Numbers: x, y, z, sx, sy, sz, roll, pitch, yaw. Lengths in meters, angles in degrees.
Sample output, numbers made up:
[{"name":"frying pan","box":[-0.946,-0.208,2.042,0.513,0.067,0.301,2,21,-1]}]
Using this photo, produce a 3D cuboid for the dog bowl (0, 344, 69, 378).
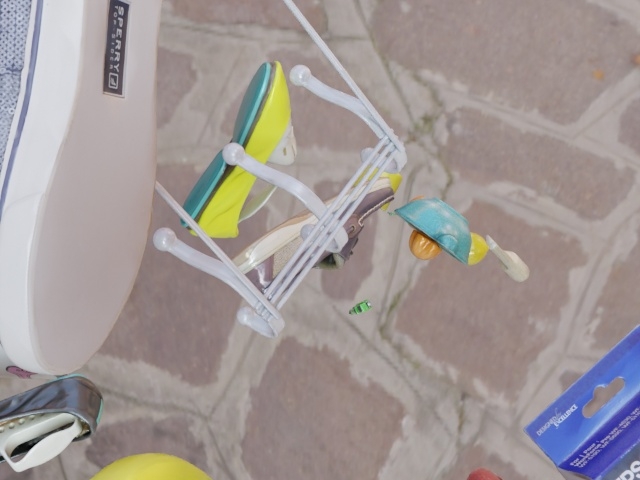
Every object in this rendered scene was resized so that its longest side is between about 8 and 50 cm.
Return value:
[{"name":"dog bowl","box":[-0.469,0.013,1.520,0.150,0.408,0.408,-11,64,-10]}]

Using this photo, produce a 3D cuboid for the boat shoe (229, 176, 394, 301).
[{"name":"boat shoe","box":[0.000,0.000,1.432,0.285,0.103,0.092,-30,93,-37]}]

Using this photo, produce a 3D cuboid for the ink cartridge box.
[{"name":"ink cartridge box","box":[0.350,0.235,0.919,0.165,0.065,0.333,-39,77,-16]}]

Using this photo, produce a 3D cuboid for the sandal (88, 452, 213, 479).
[{"name":"sandal","box":[-0.051,0.197,0.410,0.138,0.317,0.126,-20,39,11]}]

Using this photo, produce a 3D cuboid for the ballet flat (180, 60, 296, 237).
[{"name":"ballet flat","box":[-0.070,-0.086,1.105,0.077,0.231,0.077,19,37,-20]}]

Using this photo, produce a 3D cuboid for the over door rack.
[{"name":"over door rack","box":[-0.071,-0.103,0.942,0.108,0.324,0.239,13,58,43]}]

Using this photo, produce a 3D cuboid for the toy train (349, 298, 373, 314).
[{"name":"toy train","box":[0.063,0.109,1.695,0.023,0.083,0.017,-28,87,-15]}]

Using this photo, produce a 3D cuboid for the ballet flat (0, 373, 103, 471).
[{"name":"ballet flat","box":[-0.399,0.244,1.284,0.280,0.095,0.096,-21,43,-6]}]

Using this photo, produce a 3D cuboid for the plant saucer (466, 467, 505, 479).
[{"name":"plant saucer","box":[0.169,0.328,0.740,0.259,0.048,0.258,32,65,4]}]

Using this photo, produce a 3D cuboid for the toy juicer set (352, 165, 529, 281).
[{"name":"toy juicer set","box":[0.192,0.006,1.596,0.089,0.209,0.329,-53,41,1]}]

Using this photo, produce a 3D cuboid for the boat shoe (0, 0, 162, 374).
[{"name":"boat shoe","box":[-0.200,-0.090,0.696,0.158,0.127,0.340,6,85,24]}]
